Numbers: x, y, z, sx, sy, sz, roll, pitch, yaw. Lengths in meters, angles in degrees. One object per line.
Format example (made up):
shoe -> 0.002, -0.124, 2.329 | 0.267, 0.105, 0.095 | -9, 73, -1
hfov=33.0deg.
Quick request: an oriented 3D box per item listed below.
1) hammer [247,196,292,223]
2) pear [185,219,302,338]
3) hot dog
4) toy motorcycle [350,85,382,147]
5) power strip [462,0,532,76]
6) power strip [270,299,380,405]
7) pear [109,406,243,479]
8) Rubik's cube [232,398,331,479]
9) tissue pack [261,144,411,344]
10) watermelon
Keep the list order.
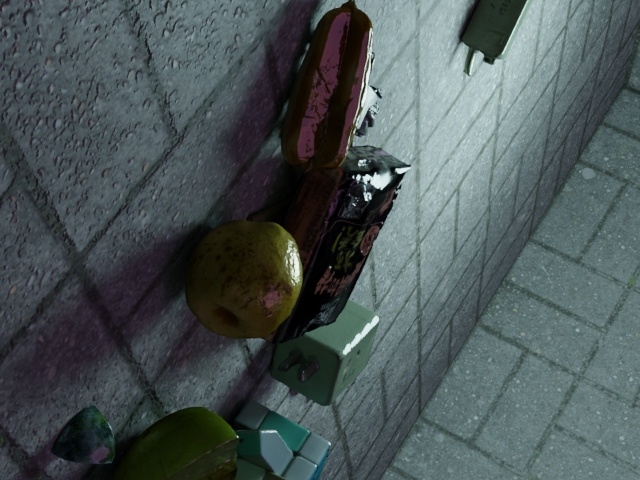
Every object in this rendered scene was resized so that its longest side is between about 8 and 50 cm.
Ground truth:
hammer -> -0.061, -0.057, 1.728 | 0.199, 0.013, 0.062 | -30, 143, -58
pear -> -0.105, 0.051, 1.531 | 0.178, 0.178, 0.178 | -51, 158, -30
hot dog -> 0.014, -0.221, 1.569 | 0.072, 0.109, 0.269 | -128, -128, -67
toy motorcycle -> 0.046, -0.201, 1.710 | 0.122, 0.080, 0.215 | -66, 161, 4
power strip -> 0.362, -0.460, 2.160 | 0.287, 0.093, 0.053 | -65, 164, 6
power strip -> -0.005, 0.214, 2.046 | 0.224, 0.139, 0.140 | -40, 152, -49
pear -> -0.252, 0.374, 1.651 | 0.239, 0.139, 0.288 | -35, 155, -26
Rubik's cube -> -0.107, 0.443, 1.971 | 0.213, 0.224, 0.265 | -52, 164, -40
tissue pack -> 0.000, 0.000, 1.779 | 0.245, 0.123, 0.332 | -12, 131, -60
watermelon -> -0.324, 0.271, 1.462 | 0.085, 0.085, 0.061 | -55, -171, -22
